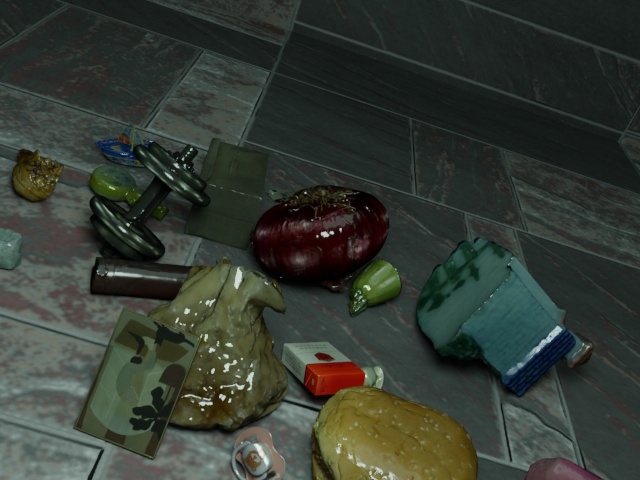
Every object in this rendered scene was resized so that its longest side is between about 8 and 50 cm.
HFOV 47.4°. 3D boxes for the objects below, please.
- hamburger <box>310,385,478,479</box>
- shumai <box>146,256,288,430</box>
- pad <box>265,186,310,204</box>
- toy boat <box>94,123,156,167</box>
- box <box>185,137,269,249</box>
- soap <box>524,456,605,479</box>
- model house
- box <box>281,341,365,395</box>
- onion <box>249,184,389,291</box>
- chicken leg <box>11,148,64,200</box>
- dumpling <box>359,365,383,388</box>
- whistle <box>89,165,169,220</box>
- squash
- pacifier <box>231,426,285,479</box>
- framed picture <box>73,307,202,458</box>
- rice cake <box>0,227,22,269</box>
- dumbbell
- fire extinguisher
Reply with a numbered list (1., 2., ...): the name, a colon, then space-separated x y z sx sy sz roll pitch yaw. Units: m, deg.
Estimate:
1. hamburger: 0.119 0.356 1.203 0.283 0.145 0.259 18 33 7
2. shumai: -0.183 0.153 1.228 0.313 0.263 0.267 -1 36 -29
3. pad: -0.012 -0.066 1.909 0.159 0.009 0.265 -10 43 -41
4. toy boat: -0.473 -0.244 1.820 0.174 0.110 0.091 2 35 -25
5. box: -0.217 -0.117 1.728 0.148 0.156 0.231 15 30 -9
6. soap: 0.421 0.487 1.109 0.324 0.220 0.127 26 23 10
7. model house: 0.410 0.193 1.591 0.329 0.252 0.295 38 4 -14
8. box: 0.003 0.237 1.364 0.100 0.048 0.152 0 17 -27
9. onion: 0.000 0.000 1.613 0.313 0.233 0.314 -8 13 2
10. chicken leg: -0.637 -0.162 1.622 0.085 0.101 0.207 36 8 -38
11. dumpling: 0.090 0.273 1.410 0.077 0.043 0.059 2 50 -55
12. whistle: -0.442 -0.105 1.684 0.198 0.057 0.104 32 27 5
13. squash: 0.101 0.111 1.626 0.105 0.105 0.132 38 45 26
14. pacifier: -0.097 0.350 1.171 0.099 0.081 0.078 60 10 15
15. framed picture: -0.286 0.223 1.146 0.135 0.201 0.010 21 -7 1
16. rice cake: -0.667 0.001 1.365 0.206 0.069 0.063 13 32 -15
17. dumbbell: -0.352 -0.080 1.505 0.192 0.290 0.192 40 -1 1
18. fire extinguisher: -0.312 0.071 1.442 0.267 0.089 0.072 7 9 -21
